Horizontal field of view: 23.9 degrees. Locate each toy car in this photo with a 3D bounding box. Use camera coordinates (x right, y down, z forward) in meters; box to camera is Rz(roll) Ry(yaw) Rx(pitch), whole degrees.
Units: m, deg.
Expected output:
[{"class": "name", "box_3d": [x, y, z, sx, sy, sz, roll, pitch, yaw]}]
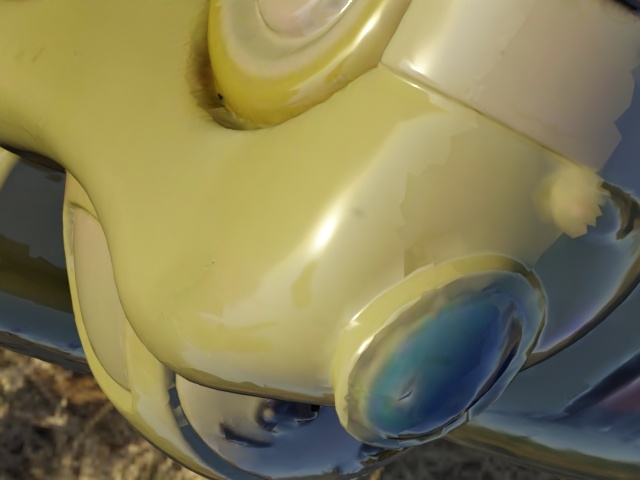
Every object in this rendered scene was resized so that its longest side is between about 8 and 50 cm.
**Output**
[{"class": "toy car", "box_3d": [0.000, 0.000, 0.503, 0.242, 0.336, 0.226, 25, 96, -40]}]
